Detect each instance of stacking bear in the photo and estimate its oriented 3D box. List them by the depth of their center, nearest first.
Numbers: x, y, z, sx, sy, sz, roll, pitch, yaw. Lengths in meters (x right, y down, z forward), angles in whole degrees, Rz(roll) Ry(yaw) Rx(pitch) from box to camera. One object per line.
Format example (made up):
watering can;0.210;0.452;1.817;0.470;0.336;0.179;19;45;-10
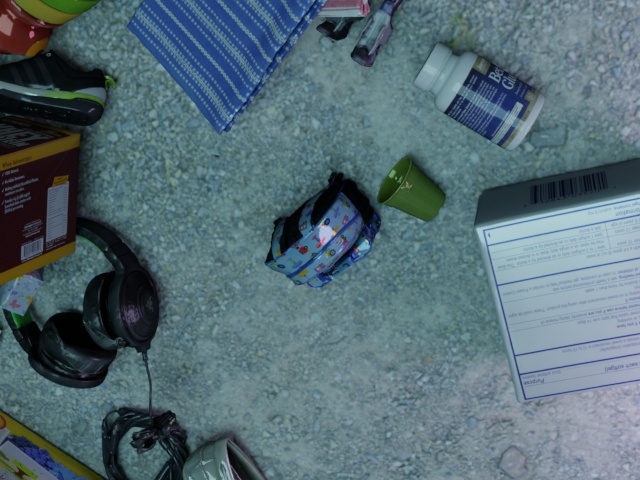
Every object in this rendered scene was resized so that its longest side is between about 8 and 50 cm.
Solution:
stacking bear;-0.384;-0.369;1.582;0.289;0.175;0.164;-37;97;29

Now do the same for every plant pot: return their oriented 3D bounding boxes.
plant pot;0.139;-0.068;1.638;0.079;0.083;0.083;32;113;-15

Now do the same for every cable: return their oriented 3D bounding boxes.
cable;-0.300;0.373;1.908;0.150;0.047;0.184;2;108;5

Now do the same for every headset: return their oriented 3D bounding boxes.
headset;-0.359;0.151;1.754;0.243;0.185;0.394;-39;88;22

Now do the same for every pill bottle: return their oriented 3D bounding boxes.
pill bottle;0.218;-0.204;1.556;0.169;0.094;0.094;30;113;-2

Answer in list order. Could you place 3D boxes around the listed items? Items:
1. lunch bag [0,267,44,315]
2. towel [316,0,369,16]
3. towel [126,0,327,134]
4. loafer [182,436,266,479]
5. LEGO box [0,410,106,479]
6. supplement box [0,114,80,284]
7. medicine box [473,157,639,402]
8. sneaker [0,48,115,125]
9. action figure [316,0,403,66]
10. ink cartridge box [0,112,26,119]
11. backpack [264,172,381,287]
lunch bag;-0.462;0.064;1.725;0.053;0.083;0.071;24;106;-29
towel;0.013;-0.398;1.495;0.144;0.029;0.197;9;97;41
towel;-0.121;-0.343;1.538;0.243;0.040;0.336;49;121;17
loafer;-0.097;0.465;1.863;0.111;0.112;0.319;-35;100;29
LEGO box;-0.615;0.442;1.812;0.500;0.372;0.193;34;113;-4
supplement box;-0.464;-0.062;1.629;0.129;0.191;0.194;16;112;22
medicine box;0.381;0.058;1.596;0.263;0.149;0.289;-12;108;15
sneaker;-0.427;-0.239;1.671;0.234;0.084;0.097;13;72;-8
action figure;0.111;-0.378;1.509;0.185;0.099;0.285;38;109;14
ink cartridge box;-0.594;-0.218;1.735;0.206;0.045;0.208;-27;102;19
backpack;0.000;0.000;1.633;0.158;0.173;0.117;-38;99;20
